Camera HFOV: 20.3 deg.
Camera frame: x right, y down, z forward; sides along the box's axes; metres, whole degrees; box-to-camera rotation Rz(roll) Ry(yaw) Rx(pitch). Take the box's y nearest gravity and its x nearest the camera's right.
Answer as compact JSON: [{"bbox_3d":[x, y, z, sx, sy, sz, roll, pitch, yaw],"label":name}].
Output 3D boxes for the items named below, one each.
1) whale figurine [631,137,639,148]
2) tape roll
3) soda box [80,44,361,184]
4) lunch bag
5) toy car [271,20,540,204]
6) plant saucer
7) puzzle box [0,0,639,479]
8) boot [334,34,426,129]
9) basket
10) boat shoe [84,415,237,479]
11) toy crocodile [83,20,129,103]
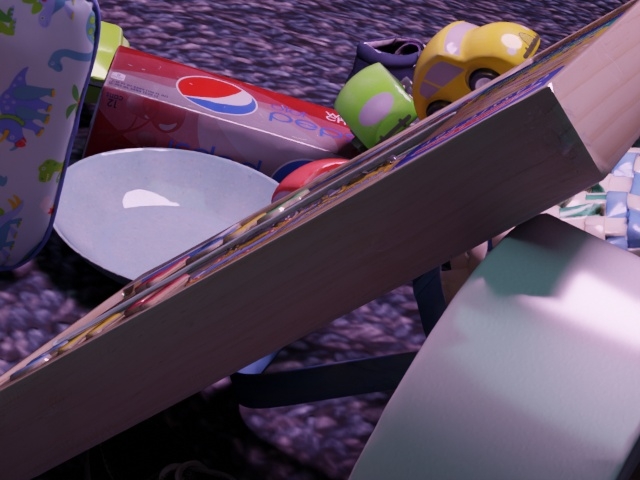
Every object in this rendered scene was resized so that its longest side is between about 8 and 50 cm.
[{"bbox_3d":[0.278,-0.059,1.573,0.272,0.141,0.216,7,-22,20],"label":"whale figurine"},{"bbox_3d":[0.089,0.132,0.849,0.100,0.286,0.286,26,26,17],"label":"tape roll"},{"bbox_3d":[-0.049,-0.065,1.400,0.263,0.083,0.092,17,26,-6],"label":"soda box"},{"bbox_3d":[-0.247,-0.091,1.151,0.176,0.219,0.090,4,28,-28],"label":"lunch bag"},{"bbox_3d":[0.041,-0.086,1.268,0.053,0.239,0.225,46,7,-12],"label":"toy car"},{"bbox_3d":[-0.100,-0.003,1.273,0.195,0.037,0.195,9,30,-5],"label":"plant saucer"},{"bbox_3d":[0.000,0.000,0.972,0.052,0.409,0.272,59,27,-5],"label":"puzzle box"},{"bbox_3d":[0.099,-0.143,1.660,0.190,0.086,0.069,-8,36,-44],"label":"boot"},{"bbox_3d":[0.104,0.034,1.196,0.289,0.201,0.255,-12,18,19],"label":"basket"},{"bbox_3d":[-0.059,0.152,0.952,0.084,0.079,0.233,1,27,-30],"label":"boat shoe"},{"bbox_3d":[-0.314,-0.165,1.410,0.341,0.105,0.115,9,57,-23],"label":"toy crocodile"}]
